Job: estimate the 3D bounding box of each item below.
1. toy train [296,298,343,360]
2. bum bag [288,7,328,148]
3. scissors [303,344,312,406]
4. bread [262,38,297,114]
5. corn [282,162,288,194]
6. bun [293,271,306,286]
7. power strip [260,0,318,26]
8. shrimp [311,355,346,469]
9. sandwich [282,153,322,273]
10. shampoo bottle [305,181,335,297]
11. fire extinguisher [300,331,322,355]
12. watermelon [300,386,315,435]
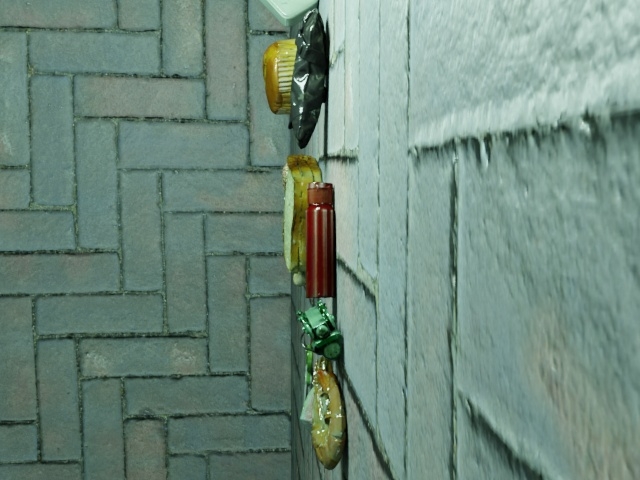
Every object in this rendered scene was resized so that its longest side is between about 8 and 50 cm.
[{"bbox_3d":[0.002,0.193,1.623,0.178,0.071,0.105,-134,19,-78],"label":"toy train"},{"bbox_3d":[-0.027,-0.392,1.867,0.144,0.095,0.341,-97,14,-77],"label":"bum bag"},{"bbox_3d":[-0.040,0.442,2.464,0.101,0.027,0.205,-110,22,-85],"label":"scissors"},{"bbox_3d":[-0.111,-0.536,2.492,0.288,0.156,0.204,110,157,-72],"label":"bread"},{"bbox_3d":[-0.076,-0.183,2.473,0.290,0.098,0.098,94,174,-75],"label":"corn"},{"bbox_3d":[-0.044,0.102,2.312,0.086,0.054,0.086,-57,16,27],"label":"bun"},{"bbox_3d":[-0.099,-0.737,2.148,0.265,0.193,0.059,49,163,17],"label":"power strip"},{"bbox_3d":[0.017,0.343,1.592,0.267,0.061,0.145,-91,12,-48],"label":"shrimp"},{"bbox_3d":[-0.052,-0.076,2.157,0.271,0.099,0.301,-115,28,-67],"label":"sandwich"},{"bbox_3d":[0.000,0.000,1.726,0.102,0.064,0.260,168,102,-78],"label":"shampoo bottle"},{"bbox_3d":[-0.010,0.228,1.827,0.157,0.078,0.045,-90,7,-60],"label":"fire extinguisher"},{"bbox_3d":[-0.002,0.430,1.900,0.094,0.081,0.180,-53,35,37],"label":"watermelon"}]
